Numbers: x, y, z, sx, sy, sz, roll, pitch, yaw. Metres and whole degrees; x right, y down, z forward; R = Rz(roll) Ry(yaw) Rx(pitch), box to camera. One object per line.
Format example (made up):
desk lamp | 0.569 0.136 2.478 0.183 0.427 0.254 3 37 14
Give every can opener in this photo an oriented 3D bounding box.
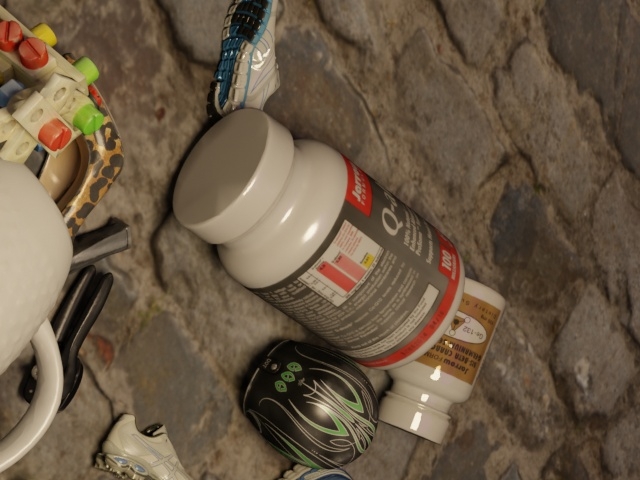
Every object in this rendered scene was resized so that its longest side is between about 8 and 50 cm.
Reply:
can opener | -0.305 0.116 1.596 0.059 0.073 0.186 18 81 3

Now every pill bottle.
pill bottle | 0.000 0.000 1.691 0.363 0.210 0.210 36 76 -34
pill bottle | 0.165 0.165 1.882 0.131 0.131 0.229 27 81 -35

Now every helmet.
helmet | -0.004 0.221 1.746 0.169 0.161 0.169 -48 156 -29

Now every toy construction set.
toy construction set | -0.330 -0.207 1.394 0.151 0.328 0.215 -28 156 -18

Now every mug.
mug | -0.413 0.090 1.376 0.328 0.276 0.374 -41 119 -28

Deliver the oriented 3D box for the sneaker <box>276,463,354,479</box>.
sneaker | -0.065 0.400 1.737 0.330 0.147 0.130 -26 120 -29

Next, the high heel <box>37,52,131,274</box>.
high heel | -0.320 -0.071 1.523 0.186 0.093 0.261 -25 119 -35

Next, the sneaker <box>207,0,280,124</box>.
sneaker | -0.083 -0.233 1.693 0.083 0.071 0.191 11 99 -42

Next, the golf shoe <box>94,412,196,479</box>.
golf shoe | -0.200 0.280 1.684 0.176 0.069 0.086 36 64 -39
